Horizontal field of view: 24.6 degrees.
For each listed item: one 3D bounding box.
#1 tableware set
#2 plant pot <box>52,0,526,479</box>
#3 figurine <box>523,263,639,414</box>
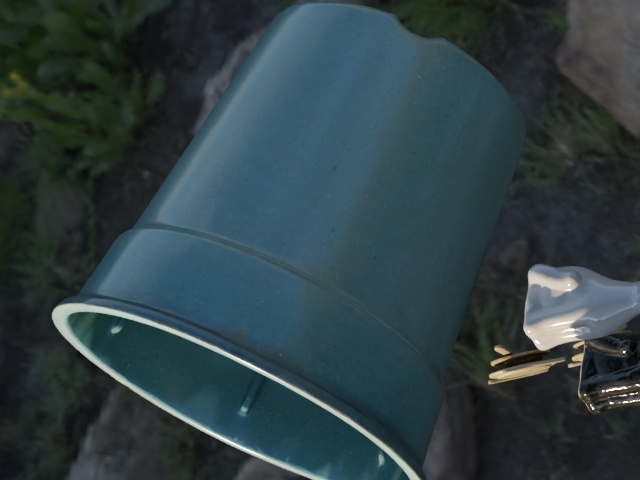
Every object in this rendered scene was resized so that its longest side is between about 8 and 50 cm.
[{"bbox_3d":[0.302,0.136,1.831,0.194,0.128,0.039,-11,78,-5],"label":"tableware set"},{"bbox_3d":[0.000,0.000,1.263,0.341,0.341,0.334,6,62,46],"label":"plant pot"},{"bbox_3d":[0.354,0.098,1.591,0.209,0.215,0.092,-10,46,39],"label":"figurine"}]
